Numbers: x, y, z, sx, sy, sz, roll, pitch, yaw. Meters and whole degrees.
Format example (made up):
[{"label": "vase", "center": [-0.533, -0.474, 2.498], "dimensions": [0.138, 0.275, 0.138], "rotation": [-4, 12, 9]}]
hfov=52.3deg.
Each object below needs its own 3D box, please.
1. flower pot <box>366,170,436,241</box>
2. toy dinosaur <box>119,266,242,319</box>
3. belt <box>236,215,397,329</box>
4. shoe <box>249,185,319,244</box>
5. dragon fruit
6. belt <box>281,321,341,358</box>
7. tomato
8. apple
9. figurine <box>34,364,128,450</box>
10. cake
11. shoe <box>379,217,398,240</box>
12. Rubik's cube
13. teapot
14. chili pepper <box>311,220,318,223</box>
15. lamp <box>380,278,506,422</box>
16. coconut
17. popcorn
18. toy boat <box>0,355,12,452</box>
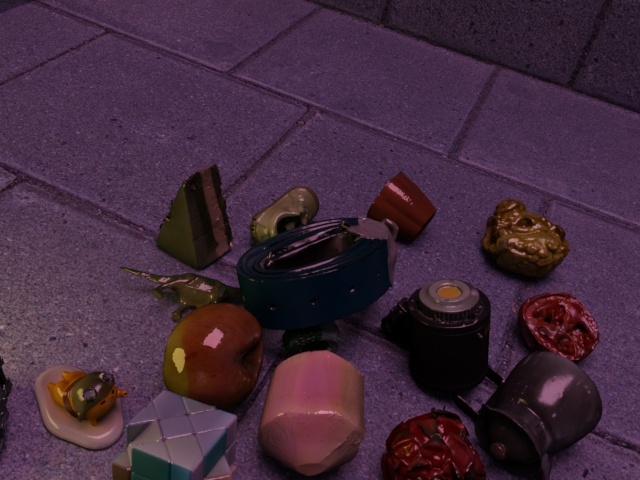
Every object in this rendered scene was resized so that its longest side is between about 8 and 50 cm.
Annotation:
[{"label": "flower pot", "center": [0.269, -0.096, 2.102], "dimensions": [0.173, 0.190, 0.191], "rotation": [39, 45, 9]}, {"label": "toy dinosaur", "center": [-0.290, 0.109, 1.772], "dimensions": [0.447, 0.087, 0.301], "rotation": [29, 43, 9]}, {"label": "belt", "center": [-0.001, 0.078, 1.687], "dimensions": [0.437, 0.173, 0.300], "rotation": [-25, 30, -26]}, {"label": "shoe", "center": [-0.094, -0.056, 1.985], "dimensions": [0.262, 0.140, 0.128], "rotation": [-29, 45, -32]}, {"label": "dragon fruit", "center": [0.257, 0.473, 1.413], "dimensions": [0.234, 0.233, 0.293], "rotation": [31, 29, 21]}, {"label": "belt", "center": [-0.018, 0.261, 1.639], "dimensions": [0.151, 0.121, 0.079], "rotation": [-7, 42, -23]}, {"label": "tomato", "center": [0.660, 0.258, 1.844], "dimensions": [0.228, 0.101, 0.227], "rotation": [6, 49, -7]}, {"label": "apple", "center": [-0.241, 0.263, 1.489], "dimensions": [0.194, 0.260, 0.260], "rotation": [3, 38, 14]}, {"label": "figurine", "center": [-0.528, 0.324, 1.415], "dimensions": [0.250, 0.141, 0.166], "rotation": [28, 44, 18]}, {"label": "cake", "center": [-0.321, -0.059, 1.823], "dimensions": [0.172, 0.283, 0.158], "rotation": [41, 45, 6]}, {"label": "shoe", "center": [0.117, 0.018, 1.936], "dimensions": [0.293, 0.149, 0.109], "rotation": [-25, 55, -37]}, {"label": "Rubik's cube", "center": [-0.273, 0.450, 1.298], "dimensions": [0.265, 0.212, 0.224], "rotation": [15, 24, 19]}, {"label": "teapot", "center": [0.503, 0.455, 1.540], "dimensions": [0.285, 0.305, 0.223], "rotation": [-29, 19, -30]}, {"label": "chili pepper", "center": [0.000, 0.000, 2.007], "dimensions": [0.052, 0.050, 0.201], "rotation": [40, 30, -26]}, {"label": "lamp", "center": [0.331, 0.239, 1.640], "dimensions": [0.374, 0.272, 0.205], "rotation": [36, 47, 24]}, {"label": "coconut", "center": [-0.015, 0.390, 1.421], "dimensions": [0.233, 0.233, 0.245], "rotation": [11, 46, -2]}, {"label": "popcorn", "center": [0.632, 0.000, 2.079], "dimensions": [0.225, 0.173, 0.286], "rotation": [-25, 52, -27]}, {"label": "toy boat", "center": [-0.706, 0.379, 1.325], "dimensions": [0.122, 0.114, 0.296], "rotation": [0, 41, -2]}]
